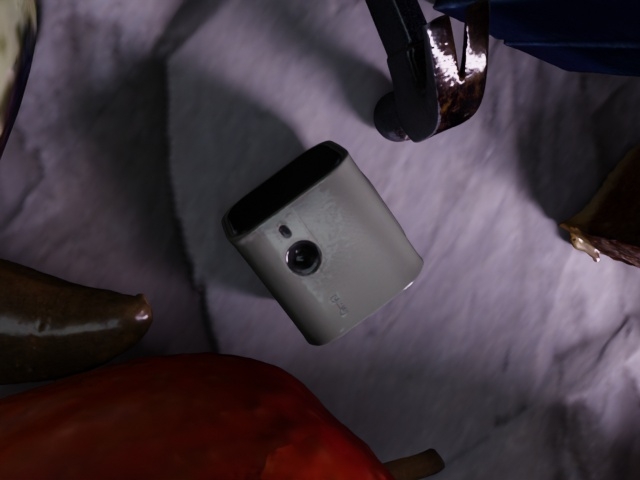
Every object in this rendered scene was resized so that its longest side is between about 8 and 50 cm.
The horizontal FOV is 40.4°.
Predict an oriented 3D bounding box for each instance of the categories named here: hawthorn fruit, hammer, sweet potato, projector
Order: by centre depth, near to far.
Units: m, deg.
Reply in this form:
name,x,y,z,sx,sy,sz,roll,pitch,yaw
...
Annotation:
name,x,y,z,sx,sy,sz,roll,pitch,yaw
hammer,0.012,-0.190,0.457,0.037,0.137,0.289,-25,99,-12
hawthorn fruit,-0.057,0.184,0.462,0.330,0.287,0.287,-21,109,-30
sweet potato,-0.241,0.053,0.471,0.292,0.097,0.097,-15,106,-6
projector,0.000,0.000,0.510,0.083,0.083,0.082,-37,108,-1

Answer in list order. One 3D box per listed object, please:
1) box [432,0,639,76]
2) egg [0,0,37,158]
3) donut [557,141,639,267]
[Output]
name,x,y,z,sx,sy,sz,roll,pitch,yaw
box,0.183,-0.212,0.392,0.116,0.279,0.261,21,99,-13
egg,-0.303,-0.082,0.327,0.380,0.287,0.287,-6,105,5
donut,0.319,0.018,0.551,0.295,0.151,0.112,24,88,-15
